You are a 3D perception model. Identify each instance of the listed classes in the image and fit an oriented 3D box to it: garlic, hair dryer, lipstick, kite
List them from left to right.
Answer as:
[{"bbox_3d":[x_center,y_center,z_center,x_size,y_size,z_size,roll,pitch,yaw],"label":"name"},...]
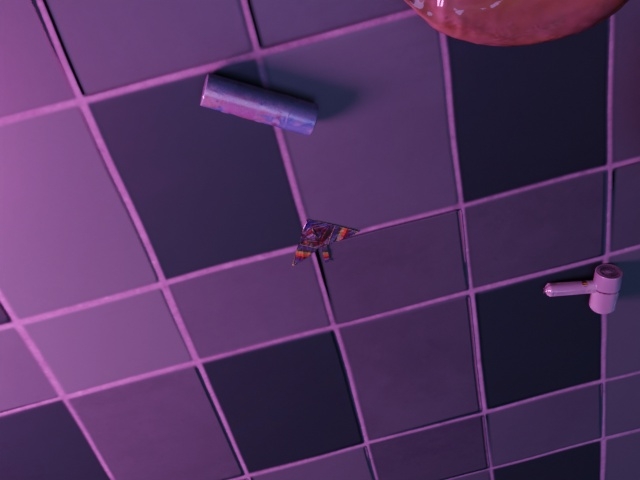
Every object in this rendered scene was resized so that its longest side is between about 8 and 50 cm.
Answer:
[{"bbox_3d":[-0.084,-0.187,0.900,0.157,0.048,0.048,13,119,-16],"label":"lipstick"},{"bbox_3d":[0.000,0.000,1.055,0.122,0.004,0.090,-23,122,5],"label":"kite"},{"bbox_3d":[0.233,-0.338,0.795,0.338,0.151,0.196,-14,148,21],"label":"garlic"},{"bbox_3d":[0.464,0.090,1.165,0.137,0.047,0.082,-4,123,0],"label":"hair dryer"}]
